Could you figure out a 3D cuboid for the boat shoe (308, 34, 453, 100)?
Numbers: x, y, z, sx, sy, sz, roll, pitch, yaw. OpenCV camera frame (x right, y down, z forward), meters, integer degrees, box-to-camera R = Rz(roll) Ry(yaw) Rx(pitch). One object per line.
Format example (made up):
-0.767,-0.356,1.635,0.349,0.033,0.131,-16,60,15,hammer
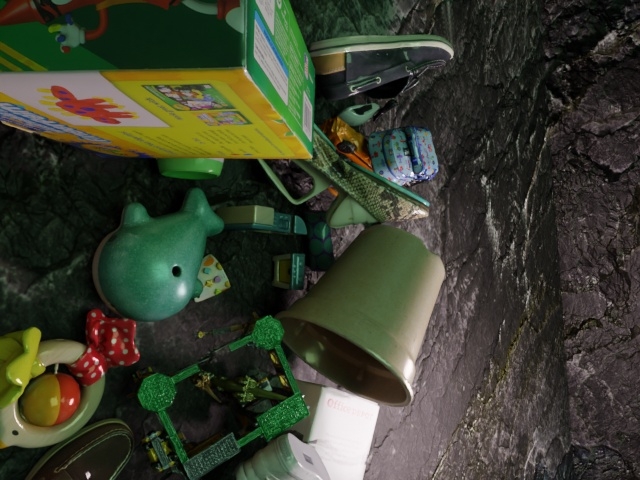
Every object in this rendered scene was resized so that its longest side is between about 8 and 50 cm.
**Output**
0.173,-0.454,1.387,0.501,0.187,0.155,-21,110,-41,boat shoe

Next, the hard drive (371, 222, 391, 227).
0.184,0.012,1.499,0.094,0.022,0.135,-39,117,-41,hard drive

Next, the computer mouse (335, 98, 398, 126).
0.119,-0.329,1.389,0.193,0.106,0.042,-21,89,-38,computer mouse

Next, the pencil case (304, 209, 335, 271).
0.000,0.000,1.266,0.070,0.065,0.151,-31,116,-75,pencil case

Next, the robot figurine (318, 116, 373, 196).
0.096,-0.179,1.361,0.291,0.085,0.210,34,65,-41,robot figurine

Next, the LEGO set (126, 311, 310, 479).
-0.195,0.292,1.000,0.331,0.192,0.254,-34,95,-28,LEGO set

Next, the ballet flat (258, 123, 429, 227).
0.010,-0.142,1.157,0.483,0.164,0.182,35,91,-16,ballet flat

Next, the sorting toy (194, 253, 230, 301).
-0.225,0.083,1.043,0.075,0.045,0.083,-32,114,-22,sorting toy

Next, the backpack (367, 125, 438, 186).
0.202,-0.215,1.333,0.173,0.117,0.158,-6,84,-50,backpack

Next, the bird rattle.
-0.406,0.209,0.810,0.254,0.143,0.206,8,95,-60,bird rattle

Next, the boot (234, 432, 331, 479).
-0.067,0.452,1.009,0.124,0.095,0.258,-28,136,2,boot

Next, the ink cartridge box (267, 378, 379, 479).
-0.008,0.495,1.202,0.223,0.129,0.307,32,67,-41,ink cartridge box

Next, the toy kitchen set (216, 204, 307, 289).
-0.104,0.021,1.109,0.207,0.122,0.165,6,85,-47,toy kitchen set

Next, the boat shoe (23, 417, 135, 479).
-0.402,0.410,0.774,0.342,0.123,0.123,-38,116,-41,boat shoe

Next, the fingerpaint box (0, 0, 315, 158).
-0.217,-0.218,0.669,0.445,0.372,0.163,6,85,-83,fingerpaint box

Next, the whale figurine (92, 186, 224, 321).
-0.259,0.019,0.924,0.272,0.141,0.216,-51,124,-36,whale figurine

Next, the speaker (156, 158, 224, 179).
-0.236,-0.266,0.966,0.131,0.131,0.296,2,88,-48,speaker

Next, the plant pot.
0.116,0.146,1.172,0.305,0.334,0.333,-55,127,-26,plant pot
